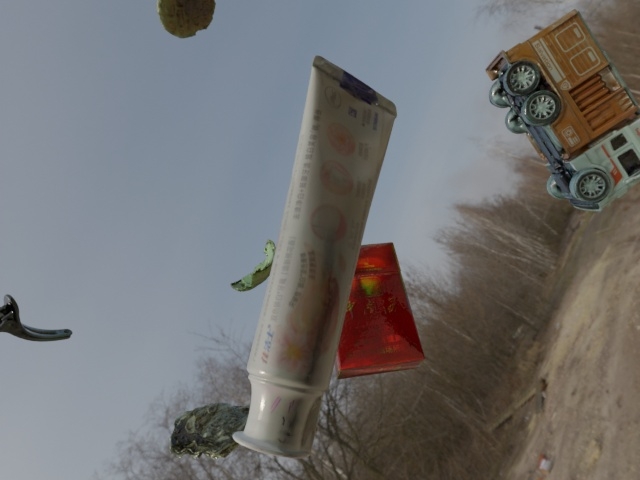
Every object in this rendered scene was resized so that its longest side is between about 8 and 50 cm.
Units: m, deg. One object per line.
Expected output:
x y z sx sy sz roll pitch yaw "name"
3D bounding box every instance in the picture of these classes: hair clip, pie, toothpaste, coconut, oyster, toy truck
-0.521 0.156 0.762 0.070 0.039 0.229 -46 -11 -20 "hair clip"
-0.180 -0.313 0.568 0.084 0.020 0.084 -33 -27 -20 "pie"
0.000 0.000 0.354 0.100 0.066 0.323 22 -108 -25 "toothpaste"
-0.159 0.077 1.086 0.158 0.133 0.055 -47 -67 -1 "coconut"
-0.203 0.372 0.833 0.177 0.125 0.064 2 -55 -21 "oyster"
0.423 -0.209 0.709 0.162 0.305 0.136 -33 1 13 "toy truck"

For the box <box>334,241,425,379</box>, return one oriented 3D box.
0.112 0.161 1.032 0.197 0.313 0.089 -6 -33 -6 "box"
